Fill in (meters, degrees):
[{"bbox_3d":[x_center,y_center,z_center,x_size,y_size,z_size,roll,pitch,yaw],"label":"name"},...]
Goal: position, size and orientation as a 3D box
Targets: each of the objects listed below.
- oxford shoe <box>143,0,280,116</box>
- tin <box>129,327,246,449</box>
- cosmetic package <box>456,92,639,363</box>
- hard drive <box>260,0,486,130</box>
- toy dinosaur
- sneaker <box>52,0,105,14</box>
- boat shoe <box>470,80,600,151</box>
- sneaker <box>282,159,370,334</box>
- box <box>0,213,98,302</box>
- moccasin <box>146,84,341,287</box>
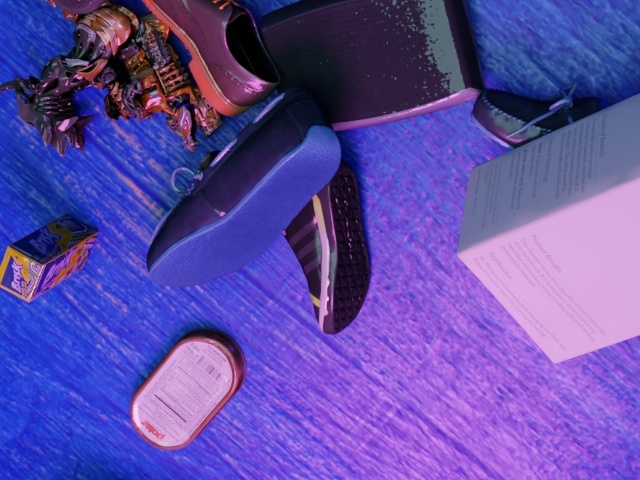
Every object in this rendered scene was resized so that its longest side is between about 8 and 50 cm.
[{"bbox_3d":[-0.136,-0.285,1.644,0.098,0.097,0.271,-21,106,46],"label":"oxford shoe"},{"bbox_3d":[-0.180,0.200,1.833,0.106,0.040,0.190,42,110,5],"label":"tin"},{"bbox_3d":[0.367,-0.033,1.491,0.385,0.156,0.217,-23,125,31],"label":"cosmetic package"},{"bbox_3d":[0.057,-0.220,1.639,0.254,0.054,0.172,-10,104,22],"label":"hard drive"},{"bbox_3d":[-0.274,-0.222,1.709,0.218,0.164,0.322,-46,72,6],"label":"toy dinosaur"},{"bbox_3d":[-0.274,-0.427,1.631,0.115,0.136,0.314,0,96,6],"label":"sneaker"},{"bbox_3d":[0.307,-0.135,1.592,0.258,0.109,0.089,17,128,-5],"label":"boat shoe"},{"bbox_3d":[0.000,0.000,1.725,0.097,0.084,0.235,8,107,37],"label":"sneaker"},{"bbox_3d":[-0.349,0.021,1.754,0.054,0.169,0.059,27,110,6],"label":"box"},{"bbox_3d":[-0.095,-0.061,1.685,0.342,0.137,0.117,-36,56,33],"label":"moccasin"}]
